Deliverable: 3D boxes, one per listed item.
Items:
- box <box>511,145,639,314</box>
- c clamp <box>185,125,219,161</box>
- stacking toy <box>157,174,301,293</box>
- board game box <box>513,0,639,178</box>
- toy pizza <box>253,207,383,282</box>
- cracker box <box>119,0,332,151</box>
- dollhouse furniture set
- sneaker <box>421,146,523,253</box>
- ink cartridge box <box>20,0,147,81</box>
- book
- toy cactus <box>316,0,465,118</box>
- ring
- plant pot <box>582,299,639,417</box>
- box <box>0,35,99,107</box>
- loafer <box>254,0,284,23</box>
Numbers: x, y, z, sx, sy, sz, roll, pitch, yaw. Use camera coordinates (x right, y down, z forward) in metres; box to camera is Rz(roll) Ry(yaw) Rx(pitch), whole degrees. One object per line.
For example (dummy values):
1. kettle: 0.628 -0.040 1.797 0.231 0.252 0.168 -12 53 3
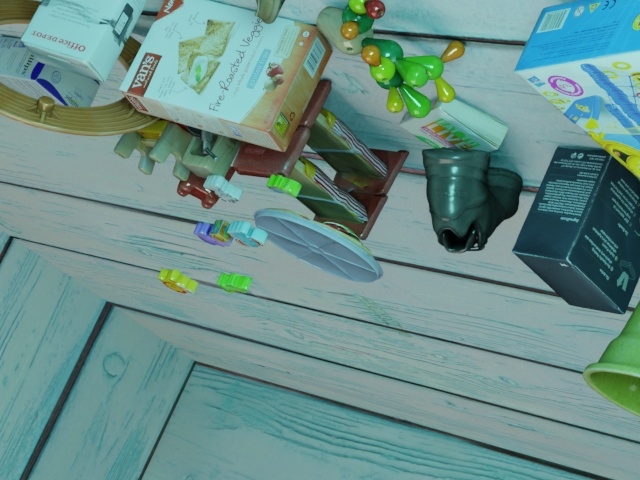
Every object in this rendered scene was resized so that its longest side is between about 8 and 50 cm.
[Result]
1. box: 0.342 -0.013 1.992 0.093 0.158 0.156 9 158 44
2. c clamp: -0.162 -0.199 2.169 0.022 0.160 0.137 -6 -166 -23
3. stacking toy: -0.119 -0.005 2.120 0.052 0.167 0.221 34 162 -31
4. board game box: 0.403 -0.133 1.559 0.302 0.086 0.308 36 161 -26
5. toy pizza: 0.000 0.000 2.211 0.201 0.032 0.201 24 165 7
6. cracker box: -0.122 -0.219 2.014 0.232 0.155 0.067 16 163 26
7. dollhouse furniture set: -0.090 -0.129 2.278 0.374 0.152 0.201 10 159 44
8. sneaker: 0.195 -0.043 2.089 0.109 0.130 0.286 1 174 23
9. ink cartridge box: -0.304 -0.293 2.050 0.109 0.150 0.063 19 163 21
10. book: 0.171 -0.147 2.054 0.096 0.035 0.144 30 167 -13
11. toy cactus: 0.067 -0.235 1.830 0.180 0.112 0.219 36 178 40
12. ring: -0.361 -0.248 2.129 0.337 0.336 0.032 24 122 2
13. plant pot: 0.501 0.105 1.947 0.276 0.253 0.276 23 167 5
14. box: -0.449 -0.262 2.531 0.137 0.072 0.126 13 161 38
15. loafer: -0.058 -0.305 1.831 0.050 0.056 0.148 26 155 -1
